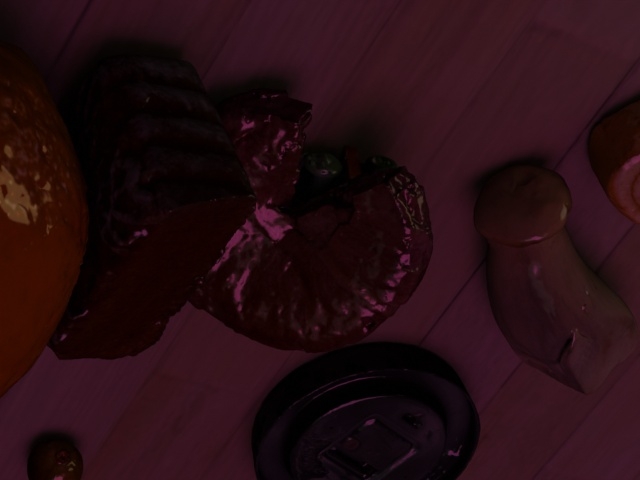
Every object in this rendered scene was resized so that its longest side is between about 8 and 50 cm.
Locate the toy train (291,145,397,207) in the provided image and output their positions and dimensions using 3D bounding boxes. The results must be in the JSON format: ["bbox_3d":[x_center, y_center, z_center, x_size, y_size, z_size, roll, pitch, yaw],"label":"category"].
[{"bbox_3d":[0.000,0.000,1.466,0.118,0.074,0.176,10,125,-12],"label":"toy train"}]

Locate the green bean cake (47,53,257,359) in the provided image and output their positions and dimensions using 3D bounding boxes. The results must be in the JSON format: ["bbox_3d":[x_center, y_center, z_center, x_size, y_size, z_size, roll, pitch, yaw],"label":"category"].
[{"bbox_3d":[-0.144,-0.008,1.326,0.097,0.198,0.232,4,132,-28],"label":"green bean cake"}]

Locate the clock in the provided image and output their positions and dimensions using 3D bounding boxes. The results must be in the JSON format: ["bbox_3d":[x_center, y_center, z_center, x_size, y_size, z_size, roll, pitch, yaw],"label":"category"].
[{"bbox_3d":[0.041,0.183,1.659,0.215,0.042,0.215,-8,132,-9],"label":"clock"}]

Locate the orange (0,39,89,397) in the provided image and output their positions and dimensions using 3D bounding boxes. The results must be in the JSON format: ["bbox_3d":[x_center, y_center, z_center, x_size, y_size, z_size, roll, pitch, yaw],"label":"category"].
[{"bbox_3d":[-0.328,-0.005,1.202,0.341,0.293,0.340,-5,127,-6],"label":"orange"}]

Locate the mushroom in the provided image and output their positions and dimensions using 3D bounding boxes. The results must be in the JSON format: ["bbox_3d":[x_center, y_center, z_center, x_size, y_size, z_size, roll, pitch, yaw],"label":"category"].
[{"bbox_3d":[0.198,0.044,1.550,0.108,0.096,0.247,-8,135,26],"label":"mushroom"}]

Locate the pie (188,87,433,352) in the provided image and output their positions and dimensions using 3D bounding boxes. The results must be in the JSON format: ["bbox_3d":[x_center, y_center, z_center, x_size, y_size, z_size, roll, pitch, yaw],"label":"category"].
[{"bbox_3d":[-0.022,-0.009,1.398,0.219,0.054,0.204,22,115,2],"label":"pie"}]

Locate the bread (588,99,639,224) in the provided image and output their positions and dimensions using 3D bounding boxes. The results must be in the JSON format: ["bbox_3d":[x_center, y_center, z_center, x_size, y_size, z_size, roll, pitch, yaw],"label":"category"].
[{"bbox_3d":[0.307,-0.067,1.495,0.149,0.073,0.122,-23,135,5],"label":"bread"}]

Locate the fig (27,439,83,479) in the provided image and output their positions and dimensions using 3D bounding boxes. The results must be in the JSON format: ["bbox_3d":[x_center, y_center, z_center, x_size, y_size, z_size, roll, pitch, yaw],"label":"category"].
[{"bbox_3d":[-0.241,0.212,1.603,0.050,0.050,0.083,2,149,-18],"label":"fig"}]
